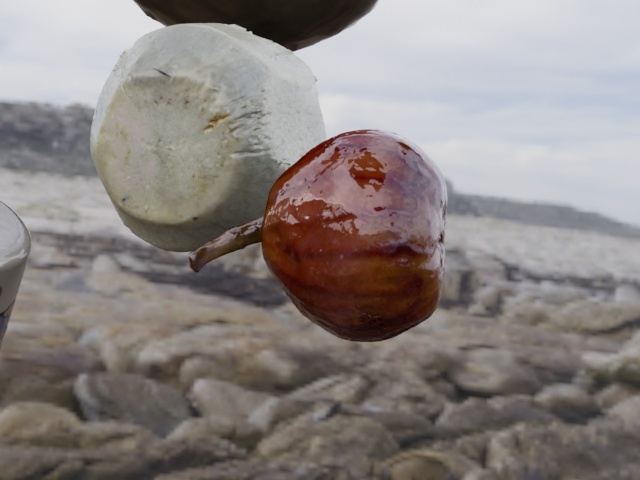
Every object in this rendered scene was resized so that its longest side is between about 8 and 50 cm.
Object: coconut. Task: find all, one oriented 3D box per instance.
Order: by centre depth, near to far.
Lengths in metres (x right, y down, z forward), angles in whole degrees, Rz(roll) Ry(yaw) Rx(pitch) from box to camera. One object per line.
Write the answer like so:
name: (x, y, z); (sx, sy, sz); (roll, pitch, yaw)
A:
coconut: (-0.073, -0.075, 0.870); (0.161, 0.161, 0.162); (5, 12, 18)

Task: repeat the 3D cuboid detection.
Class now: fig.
fig: (0.016, 0.007, 0.746); (0.150, 0.128, 0.128); (-36, -17, 20)

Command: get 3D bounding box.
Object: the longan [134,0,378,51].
longan: (-0.078, -0.405, 1.409); (0.391, 0.391, 0.391); (5, 0, 0)

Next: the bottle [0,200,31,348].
bottle: (-0.236, 0.072, 0.715); (0.097, 0.209, 0.110); (32, 27, 19)
